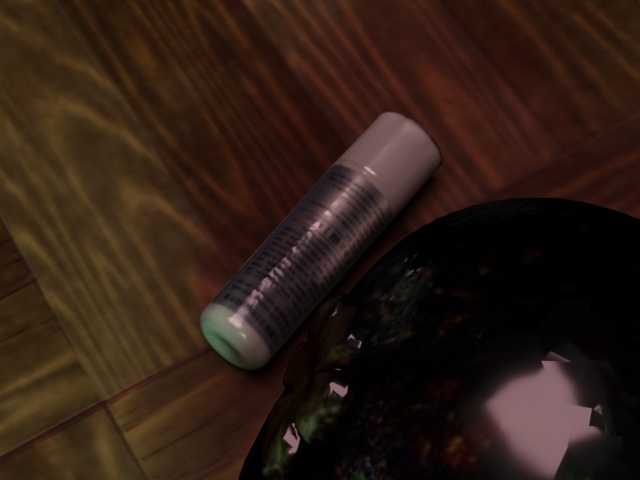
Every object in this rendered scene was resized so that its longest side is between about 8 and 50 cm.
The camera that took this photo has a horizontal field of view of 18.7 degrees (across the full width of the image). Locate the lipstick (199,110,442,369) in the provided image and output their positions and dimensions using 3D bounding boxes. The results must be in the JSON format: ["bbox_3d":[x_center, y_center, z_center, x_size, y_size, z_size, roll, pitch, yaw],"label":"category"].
[{"bbox_3d":[0.000,0.000,0.908,0.040,0.040,0.141,31,65,27],"label":"lipstick"}]

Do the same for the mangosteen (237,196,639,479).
[{"bbox_3d":[0.093,0.096,0.731,0.243,0.243,0.243,-5,55,7],"label":"mangosteen"}]
